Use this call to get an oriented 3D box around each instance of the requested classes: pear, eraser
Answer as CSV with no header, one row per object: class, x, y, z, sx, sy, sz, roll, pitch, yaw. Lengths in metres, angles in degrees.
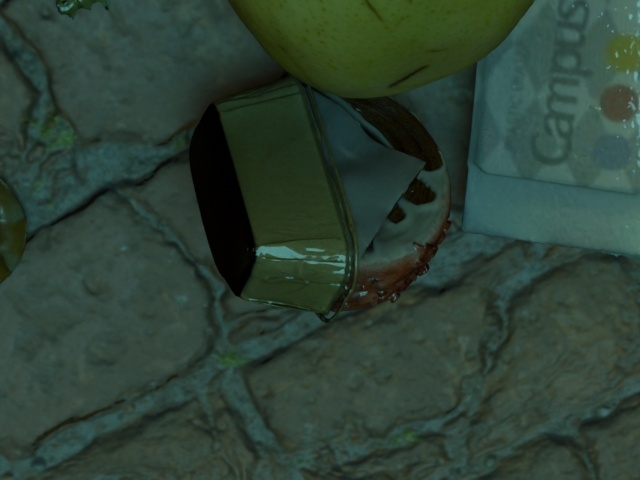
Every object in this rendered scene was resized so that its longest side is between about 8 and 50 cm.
pear,0.049,-0.263,1.508,0.309,0.309,0.309,-3,113,-7
eraser,0.247,-0.188,1.667,0.213,0.082,0.396,8,112,9

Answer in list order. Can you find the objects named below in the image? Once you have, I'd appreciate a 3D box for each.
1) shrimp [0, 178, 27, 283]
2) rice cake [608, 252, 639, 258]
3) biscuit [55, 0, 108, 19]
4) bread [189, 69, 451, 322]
shrimp,-0.388,-0.006,1.682,0.254,0.059,0.145,-2,110,-8
rice cake,0.369,-0.049,1.786,0.198,0.037,0.189,19,109,-15
biscuit,-0.185,-0.271,1.622,0.203,0.016,0.144,-21,114,0
bread,0.004,-0.037,1.651,0.212,0.224,0.142,-3,150,-25
